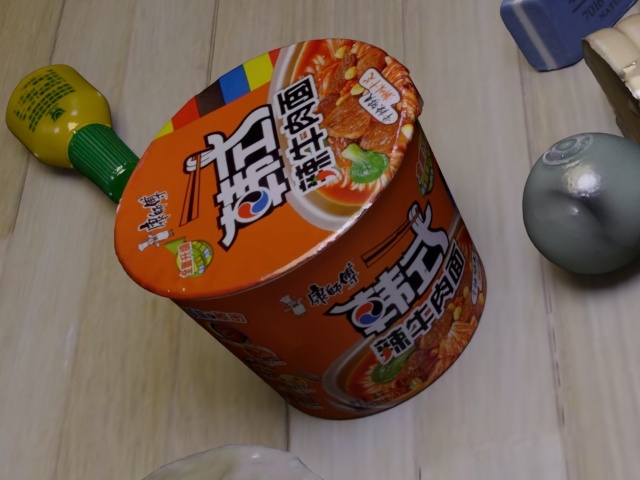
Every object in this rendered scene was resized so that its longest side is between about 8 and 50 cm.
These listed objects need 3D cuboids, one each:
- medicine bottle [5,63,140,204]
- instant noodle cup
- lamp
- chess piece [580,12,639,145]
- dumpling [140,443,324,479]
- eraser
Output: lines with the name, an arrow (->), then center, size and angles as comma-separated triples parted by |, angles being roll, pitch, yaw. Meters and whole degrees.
medicine bottle -> -0.240, -0.104, 1.566 | 0.095, 0.064, 0.260 | -44, 38, -6
instant noodle cup -> 0.000, 0.000, 1.178 | 0.250, 0.192, 0.250 | -21, 42, 20
lamp -> 0.197, -0.027, 1.127 | 0.105, 0.105, 0.105 | -21, 41, 19
chess piece -> 0.359, -0.169, 1.155 | 0.307, 0.124, 0.139 | -28, 2, 4
dumpling -> -0.082, 0.254, 1.041 | 0.204, 0.163, 0.293 | -17, 26, -33
eraser -> 0.248, -0.242, 1.325 | 0.225, 0.082, 0.036 | -46, 38, -12
